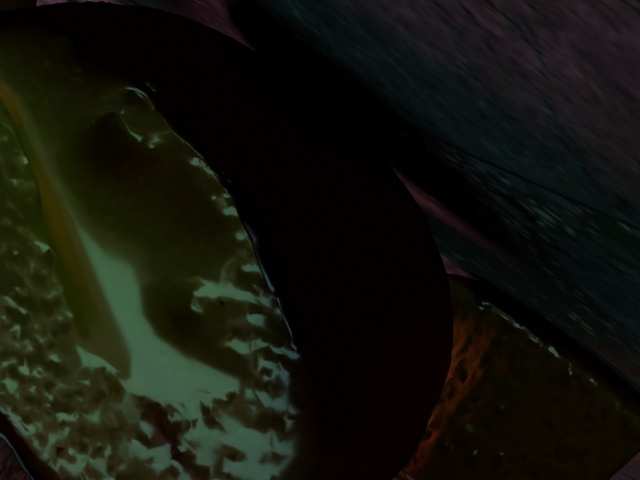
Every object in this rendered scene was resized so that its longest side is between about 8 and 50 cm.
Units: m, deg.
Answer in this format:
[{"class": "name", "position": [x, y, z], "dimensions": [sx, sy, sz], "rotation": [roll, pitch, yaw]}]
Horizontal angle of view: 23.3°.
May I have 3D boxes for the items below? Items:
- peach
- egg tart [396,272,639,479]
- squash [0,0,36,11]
[{"class": "peach", "position": [-0.083, 0.014, 0.846], "dimensions": [0.338, 0.281, 0.281], "rotation": [41, 174, -37]}, {"class": "egg tart", "position": [0.122, 0.131, 1.125], "dimensions": [0.202, 0.147, 0.202], "rotation": [39, 174, 5]}, {"class": "squash", "position": [-0.237, -0.185, 0.935], "dimensions": [0.107, 0.107, 0.395], "rotation": [37, 178, 5]}]
